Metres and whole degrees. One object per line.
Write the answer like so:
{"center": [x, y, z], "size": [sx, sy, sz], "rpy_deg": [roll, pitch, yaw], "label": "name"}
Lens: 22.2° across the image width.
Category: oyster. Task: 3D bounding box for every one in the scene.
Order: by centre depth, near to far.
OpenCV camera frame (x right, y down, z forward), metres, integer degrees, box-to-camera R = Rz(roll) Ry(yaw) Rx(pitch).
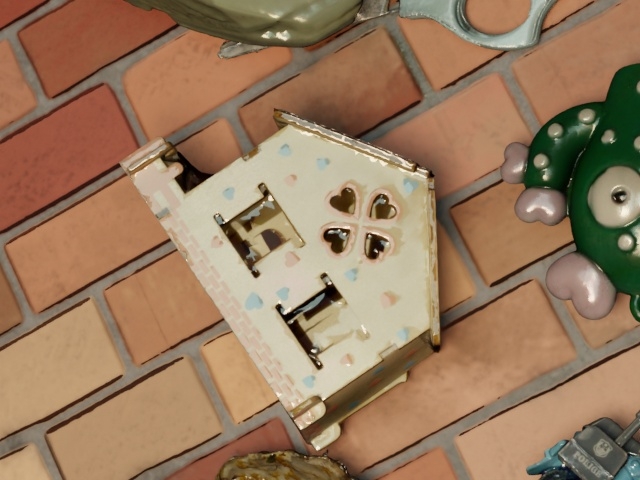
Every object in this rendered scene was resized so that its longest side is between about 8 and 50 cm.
{"center": [-0.029, 0.248, 1.560], "size": [0.177, 0.056, 0.105], "rpy_deg": [-7, 104, 30], "label": "oyster"}

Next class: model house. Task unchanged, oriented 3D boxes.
{"center": [0.000, 0.000, 1.553], "size": [0.244, 0.169, 0.326], "rpy_deg": [-35, 79, 0], "label": "model house"}

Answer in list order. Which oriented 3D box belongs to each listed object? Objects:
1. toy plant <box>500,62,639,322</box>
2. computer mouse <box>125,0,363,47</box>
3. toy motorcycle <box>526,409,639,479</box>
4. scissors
{"center": [0.299, -0.040, 1.494], "size": [0.232, 0.112, 0.243], "rpy_deg": [-24, 71, 9], "label": "toy plant"}
{"center": [-0.138, -0.336, 1.642], "size": [0.429, 0.145, 0.228], "rpy_deg": [26, 76, 8], "label": "computer mouse"}
{"center": [0.316, 0.259, 1.439], "size": [0.182, 0.124, 0.272], "rpy_deg": [-44, 67, -11], "label": "toy motorcycle"}
{"center": [0.061, -0.243, 1.631], "size": [0.360, 0.029, 0.191], "rpy_deg": [-17, 79, 12], "label": "scissors"}
